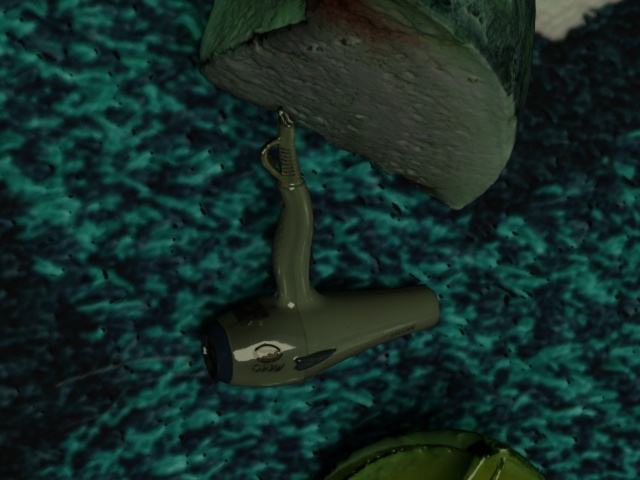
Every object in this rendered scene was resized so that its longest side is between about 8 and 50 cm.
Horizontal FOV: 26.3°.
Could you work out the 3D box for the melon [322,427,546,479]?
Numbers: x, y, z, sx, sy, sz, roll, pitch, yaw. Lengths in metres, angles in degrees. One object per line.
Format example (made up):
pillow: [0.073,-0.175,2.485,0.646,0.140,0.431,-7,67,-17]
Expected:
melon: [0.066,0.249,0.972,0.169,0.129,0.265,26,93,-42]

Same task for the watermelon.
watermelon: [0.012,-0.175,0.815,0.214,0.320,0.289,-15,76,15]

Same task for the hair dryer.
hair dryer: [0.015,0.007,0.909,0.167,0.067,0.199,1,117,-31]
